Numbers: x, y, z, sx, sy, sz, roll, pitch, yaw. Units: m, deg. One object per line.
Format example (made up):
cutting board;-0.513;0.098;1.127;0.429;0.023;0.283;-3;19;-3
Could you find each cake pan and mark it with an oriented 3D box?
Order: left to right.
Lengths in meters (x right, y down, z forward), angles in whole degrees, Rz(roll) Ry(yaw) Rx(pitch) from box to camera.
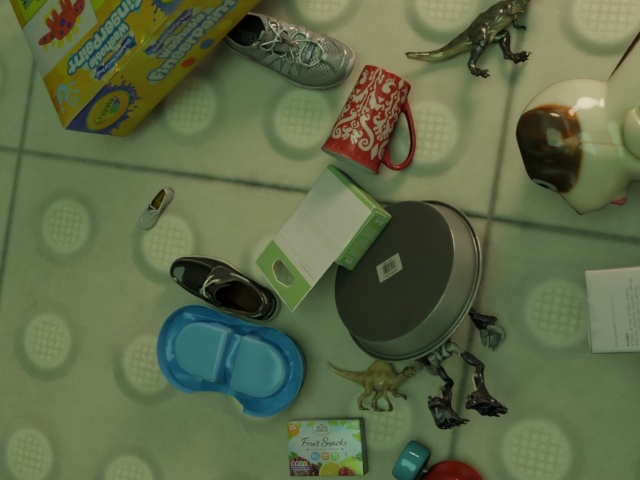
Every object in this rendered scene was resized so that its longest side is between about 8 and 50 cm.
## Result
cake pan;0.134;0.058;1.469;0.293;0.054;0.293;-23;53;35

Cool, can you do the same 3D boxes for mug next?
mug;0.098;-0.210;1.559;0.113;0.150;0.169;25;91;55

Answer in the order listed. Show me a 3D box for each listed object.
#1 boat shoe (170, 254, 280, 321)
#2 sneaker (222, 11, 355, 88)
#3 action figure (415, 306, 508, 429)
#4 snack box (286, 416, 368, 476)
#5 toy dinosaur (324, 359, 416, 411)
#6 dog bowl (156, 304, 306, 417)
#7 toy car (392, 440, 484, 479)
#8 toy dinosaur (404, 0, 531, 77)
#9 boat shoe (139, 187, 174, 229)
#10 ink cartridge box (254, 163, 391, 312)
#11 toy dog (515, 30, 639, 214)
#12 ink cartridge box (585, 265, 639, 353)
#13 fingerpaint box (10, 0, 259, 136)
boat shoe;-0.189;0.085;1.641;0.233;0.079;0.084;23;96;20
sneaker;-0.074;-0.352;1.602;0.281;0.115;0.105;18;93;19
action figure;0.218;0.177;1.470;0.164;0.141;0.276;-27;53;24
snack box;0.012;0.374;1.578;0.141;0.037;0.100;-6;84;18
toy dinosaur;0.095;0.258;1.558;0.183;0.053;0.093;-4;75;31
dog bowl;-0.159;0.221;1.626;0.297;0.074;0.166;15;92;19
toy car;0.177;0.471;1.411;0.219;0.238;0.210;32;97;18
toy dinosaur;0.289;-0.347;1.511;0.268;0.064;0.118;-30;72;17
boat shoe;-0.329;-0.063;1.717;0.035;0.035;0.100;44;101;16
ink cartridge box;0.000;0.000;1.552;0.235;0.056;0.171;-54;42;10
toy dog;0.492;-0.200;1.306;0.407;0.284;0.396;-30;95;22
ink cartridge box;0.569;0.093;1.261;0.306;0.226;0.131;-5;86;36
fingerpaint box;-0.355;-0.472;1.612;0.444;0.163;0.371;-38;69;29
